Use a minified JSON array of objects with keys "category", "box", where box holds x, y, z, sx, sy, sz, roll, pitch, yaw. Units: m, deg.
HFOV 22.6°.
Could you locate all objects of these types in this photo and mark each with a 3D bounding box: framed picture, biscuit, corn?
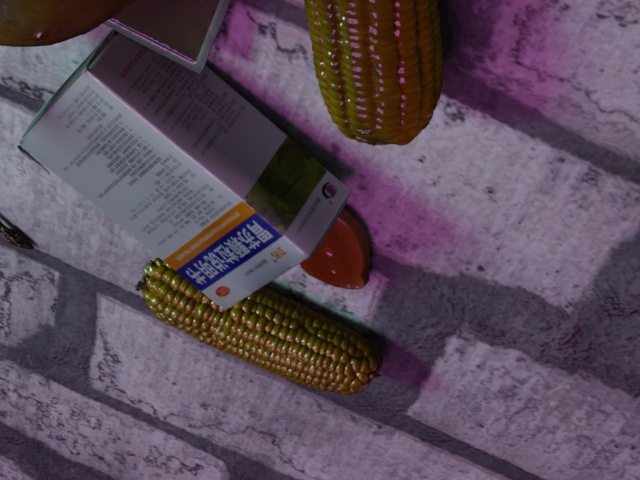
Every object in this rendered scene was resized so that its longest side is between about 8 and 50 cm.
[{"category":"framed picture","box":[-0.150,-0.253,1.526,0.142,0.011,0.183,27,138,-1]},{"category":"biscuit","box":[0.001,-0.001,1.796,0.118,0.023,0.140,21,147,15]},{"category":"corn","box":[-0.072,0.106,1.931,0.313,0.102,0.102,28,148,-2]},{"category":"corn","box":[0.044,-0.218,1.370,0.120,0.120,0.363,15,142,18]}]

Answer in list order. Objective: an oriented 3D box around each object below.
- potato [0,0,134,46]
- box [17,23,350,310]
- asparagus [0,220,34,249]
[{"category":"potato","box":[-0.278,-0.280,1.326,0.397,0.296,0.290,-8,131,34]},{"category":"box","box":[-0.145,-0.079,1.696,0.299,0.106,0.200,39,146,-13]},{"category":"asparagus","box":[-0.449,-0.060,2.037,0.233,0.023,0.022,47,-173,-28]}]
